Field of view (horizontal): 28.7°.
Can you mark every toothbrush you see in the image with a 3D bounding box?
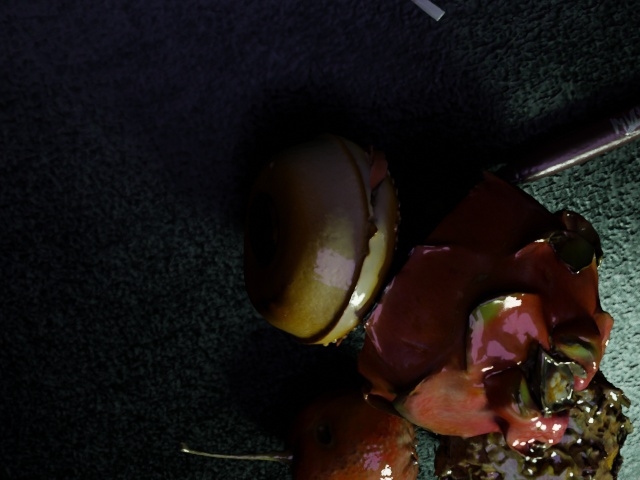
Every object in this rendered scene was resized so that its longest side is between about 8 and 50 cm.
[{"bbox_3d":[0.055,-0.289,1.314,0.194,0.017,0.014,31,113,-26],"label":"toothbrush"},{"bbox_3d":[0.280,-0.101,1.441,0.364,0.041,0.041,-24,119,1],"label":"toothbrush"}]

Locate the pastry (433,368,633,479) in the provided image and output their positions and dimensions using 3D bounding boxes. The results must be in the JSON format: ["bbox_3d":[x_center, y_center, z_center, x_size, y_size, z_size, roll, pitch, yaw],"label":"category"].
[{"bbox_3d":[0.274,0.263,1.538,0.275,0.193,0.274,-4,116,-8],"label":"pastry"}]

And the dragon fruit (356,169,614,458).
[{"bbox_3d":[0.198,0.098,1.346,0.226,0.305,0.305,33,111,16],"label":"dragon fruit"}]

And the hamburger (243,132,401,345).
[{"bbox_3d":[0.002,0.001,1.333,0.147,0.237,0.236,5,116,-22],"label":"hamburger"}]

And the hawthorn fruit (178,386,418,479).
[{"bbox_3d":[-0.022,0.263,1.510,0.286,0.165,0.165,-8,118,-1],"label":"hawthorn fruit"}]
